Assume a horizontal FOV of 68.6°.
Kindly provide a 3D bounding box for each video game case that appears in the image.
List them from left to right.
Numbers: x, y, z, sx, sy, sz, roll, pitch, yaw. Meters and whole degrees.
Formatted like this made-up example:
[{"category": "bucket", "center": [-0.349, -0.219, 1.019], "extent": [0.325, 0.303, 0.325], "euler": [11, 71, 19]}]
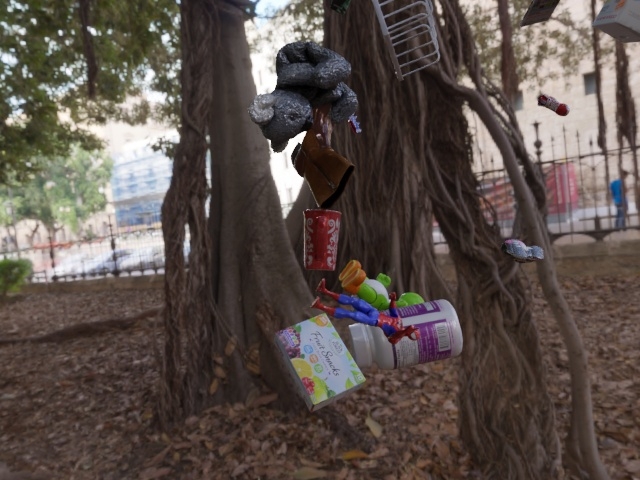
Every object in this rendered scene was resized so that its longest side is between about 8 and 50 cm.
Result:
[{"category": "video game case", "center": [0.601, -0.633, 1.265], "extent": [0.087, 0.011, 0.122], "euler": [-15, -17, -4]}]

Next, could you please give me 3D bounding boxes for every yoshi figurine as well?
[{"category": "yoshi figurine", "center": [0.258, 0.211, 1.788], "extent": [0.203, 0.362, 0.204], "euler": [-28, 26, 55]}]

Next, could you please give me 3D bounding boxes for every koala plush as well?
[{"category": "koala plush", "center": [-0.061, -0.309, 1.052], "extent": [0.203, 0.221, 0.196], "euler": [35, -5, 20]}]

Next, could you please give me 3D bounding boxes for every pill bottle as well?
[{"category": "pill bottle", "center": [0.238, 0.279, 1.355], "extent": [0.301, 0.170, 0.169], "euler": [-10, 3, -3]}]

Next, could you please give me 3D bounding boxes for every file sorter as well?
[{"category": "file sorter", "center": [0.303, -0.734, 1.630], "extent": [0.172, 0.193, 0.277], "euler": [-18, -18, 15]}]

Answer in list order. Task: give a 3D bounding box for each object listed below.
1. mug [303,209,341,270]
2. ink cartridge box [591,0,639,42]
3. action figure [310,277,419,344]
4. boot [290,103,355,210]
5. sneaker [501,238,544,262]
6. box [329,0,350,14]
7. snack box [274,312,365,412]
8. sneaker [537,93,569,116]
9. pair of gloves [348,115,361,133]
[{"category": "mug", "center": [-0.008, 0.000, 1.354], "extent": [0.113, 0.170, 0.150], "euler": [1, -5, 28]}, {"category": "ink cartridge box", "center": [0.909, -0.678, 1.345], "extent": [0.127, 0.176, 0.128], "euler": [21, 18, -8]}, {"category": "action figure", "center": [0.131, 0.166, 1.132], "extent": [0.280, 0.092, 0.139], "euler": [26, -40, -8]}, {"category": "boot", "center": [0.019, -0.256, 1.265], "extent": [0.096, 0.264, 0.280], "euler": [23, 21, -32]}, {"category": "sneaker", "center": [0.734, 0.054, 1.729], "extent": [0.178, 0.072, 0.077], "euler": [16, -33, -18]}, {"category": "box", "center": [0.126, -0.873, 1.404], "extent": [0.058, 0.322, 0.232], "euler": [21, 43, -9]}, {"category": "snack box", "center": [-0.004, 0.202, 0.791], "extent": [0.100, 0.141, 0.037], "euler": [-17, -36, -26]}, {"category": "sneaker", "center": [0.774, -0.454, 1.571], "extent": [0.066, 0.042, 0.119], "euler": [6, 36, -22]}, {"category": "pair of gloves", "center": [0.095, -0.466, 1.659], "extent": [0.023, 0.198, 0.159], "euler": [-24, 18, 16]}]
